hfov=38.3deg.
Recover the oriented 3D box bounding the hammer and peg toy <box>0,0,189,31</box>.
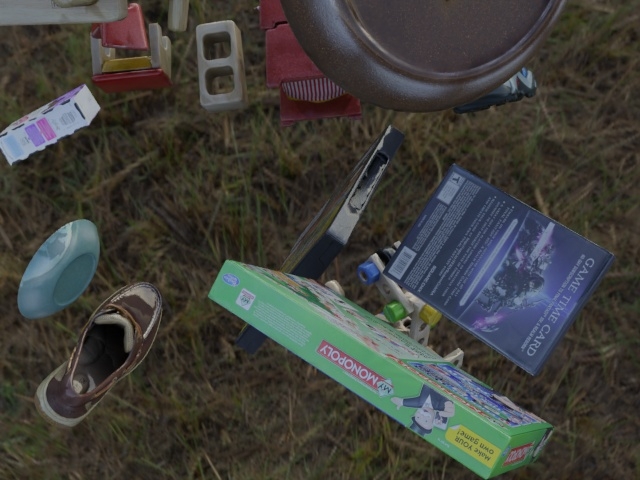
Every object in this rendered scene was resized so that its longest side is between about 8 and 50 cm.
[{"bbox_3d":[-0.283,-0.350,0.970,0.361,0.265,0.127,3,17,15],"label":"hammer and peg toy"}]

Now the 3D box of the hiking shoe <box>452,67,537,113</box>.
[{"bbox_3d":[0.239,-0.256,1.309,0.113,0.304,0.132,-13,94,15],"label":"hiking shoe"}]

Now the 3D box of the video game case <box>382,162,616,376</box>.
[{"bbox_3d":[0.244,0.035,1.304,0.274,0.026,0.196,34,93,30],"label":"video game case"}]

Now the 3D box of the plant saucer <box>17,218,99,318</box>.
[{"bbox_3d":[-0.429,0.057,1.563,0.037,0.195,0.195,29,64,16],"label":"plant saucer"}]

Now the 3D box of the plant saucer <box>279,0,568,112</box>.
[{"bbox_3d":[0.110,-0.260,0.806,0.311,0.310,0.050,-24,27,-11],"label":"plant saucer"}]

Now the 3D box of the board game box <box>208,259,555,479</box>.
[{"bbox_3d":[0.066,0.122,0.920,0.317,0.213,0.046,31,96,25],"label":"board game box"}]

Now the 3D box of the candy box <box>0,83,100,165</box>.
[{"bbox_3d":[-0.594,-0.255,2.018,0.196,0.070,0.165,-27,20,5],"label":"candy box"}]

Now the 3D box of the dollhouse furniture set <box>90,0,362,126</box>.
[{"bbox_3d":[-0.134,-0.238,1.224,0.374,0.201,0.152,-6,82,5],"label":"dollhouse furniture set"}]

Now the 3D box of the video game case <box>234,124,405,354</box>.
[{"bbox_3d":[0.000,0.000,1.253,0.035,0.275,0.248,35,44,-4],"label":"video game case"}]

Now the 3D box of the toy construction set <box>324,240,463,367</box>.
[{"bbox_3d":[0.138,0.158,1.642,0.309,0.257,0.237,-1,40,-46],"label":"toy construction set"}]

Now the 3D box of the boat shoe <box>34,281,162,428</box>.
[{"bbox_3d":[-0.353,0.172,1.581,0.123,0.123,0.342,43,38,-6],"label":"boat shoe"}]
